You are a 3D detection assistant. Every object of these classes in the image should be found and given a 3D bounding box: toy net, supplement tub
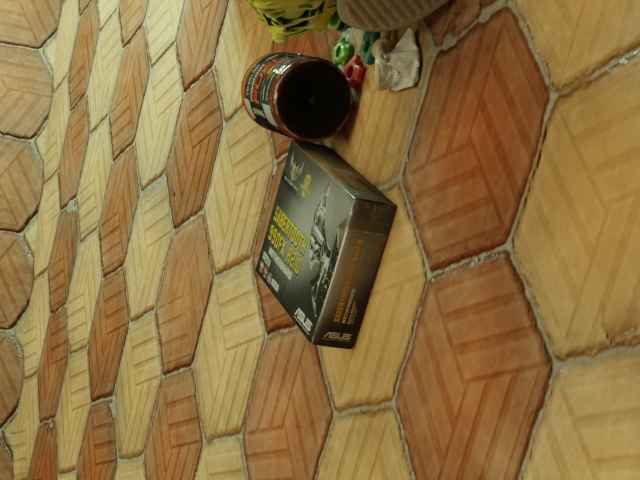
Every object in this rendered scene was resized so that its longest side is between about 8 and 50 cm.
[{"bbox_3d":[0.052,-0.225,1.511,0.232,0.045,0.122,-120,45,-55],"label":"toy net"},{"bbox_3d":[-0.039,-0.185,1.624,0.198,0.106,0.106,-153,73,-68],"label":"supplement tub"}]

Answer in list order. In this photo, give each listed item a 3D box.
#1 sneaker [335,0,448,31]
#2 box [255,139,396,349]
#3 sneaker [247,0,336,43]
[{"bbox_3d":[0.118,-0.349,1.313,0.321,0.126,0.127,-44,43,47],"label":"sneaker"},{"bbox_3d":[0.000,0.000,1.533,0.231,0.056,0.183,-132,54,-60],"label":"box"},{"bbox_3d":[-0.024,-0.296,1.424,0.385,0.145,0.147,-70,-31,-73],"label":"sneaker"}]
